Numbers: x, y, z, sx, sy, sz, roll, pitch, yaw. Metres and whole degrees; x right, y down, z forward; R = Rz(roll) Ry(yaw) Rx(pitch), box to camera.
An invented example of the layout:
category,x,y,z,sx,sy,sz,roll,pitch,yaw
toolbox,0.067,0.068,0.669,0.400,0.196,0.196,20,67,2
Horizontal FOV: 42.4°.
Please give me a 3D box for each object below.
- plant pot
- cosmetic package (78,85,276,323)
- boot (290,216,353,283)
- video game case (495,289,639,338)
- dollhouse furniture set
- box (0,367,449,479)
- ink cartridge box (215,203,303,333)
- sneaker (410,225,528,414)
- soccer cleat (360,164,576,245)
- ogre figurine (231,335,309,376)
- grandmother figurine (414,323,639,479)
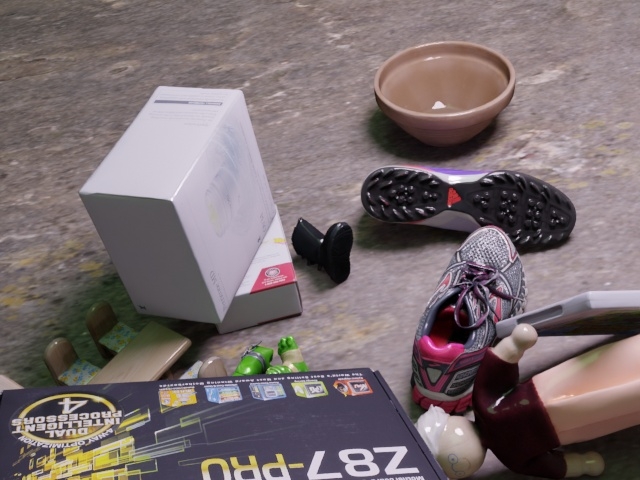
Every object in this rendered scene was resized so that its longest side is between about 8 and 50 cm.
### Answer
category,x,y,z,sx,sy,sz,roll,pitch,yaw
plant pot,0.213,-0.240,1.426,0.237,0.109,0.237,-4,43,4
cosmetic package,-0.176,-0.048,1.099,0.138,0.224,0.224,7,47,20
boot,0.000,-0.001,1.206,0.045,0.121,0.099,-32,53,-26
video game case,0.346,0.088,0.966,0.212,0.193,0.023,0,75,-19
dollhouse furniture set,-0.272,0.181,1.026,0.212,0.161,0.242,21,51,29
box,-0.091,0.231,0.714,0.395,0.097,0.318,0,21,-14
ink cartridge box,-0.106,0.038,1.213,0.127,0.072,0.175,-14,43,-3
sneaker,0.201,0.084,1.081,0.121,0.112,0.299,9,45,20
soccer cleat,0.221,-0.060,1.247,0.318,0.108,0.116,7,8,5
ogre figurine,-0.039,0.192,1.028,0.197,0.097,0.118,37,40,21
grandmother figurine,0.248,0.187,0.909,0.342,0.208,0.104,-25,6,14
